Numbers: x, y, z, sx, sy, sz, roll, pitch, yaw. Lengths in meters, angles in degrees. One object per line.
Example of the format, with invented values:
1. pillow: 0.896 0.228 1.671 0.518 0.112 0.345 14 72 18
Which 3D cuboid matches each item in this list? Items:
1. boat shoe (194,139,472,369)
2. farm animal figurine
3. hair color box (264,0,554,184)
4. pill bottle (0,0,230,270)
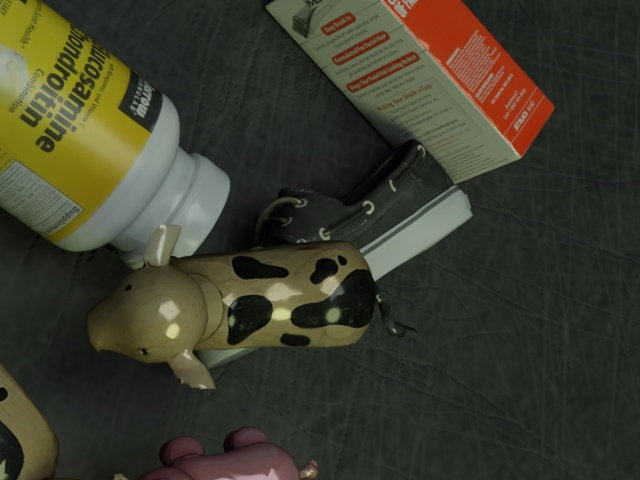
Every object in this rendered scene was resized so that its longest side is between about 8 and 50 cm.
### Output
1. boat shoe: 0.000 0.000 1.083 0.228 0.080 0.076 -30 90 -36
2. farm animal figurine: -0.137 0.093 0.859 0.326 0.172 0.330 34 78 -20
3. hair color box: 0.056 -0.115 1.137 0.167 0.093 0.053 46 57 -16
4. pill bottle: -0.142 -0.059 0.985 0.184 0.103 0.103 37 61 -21
